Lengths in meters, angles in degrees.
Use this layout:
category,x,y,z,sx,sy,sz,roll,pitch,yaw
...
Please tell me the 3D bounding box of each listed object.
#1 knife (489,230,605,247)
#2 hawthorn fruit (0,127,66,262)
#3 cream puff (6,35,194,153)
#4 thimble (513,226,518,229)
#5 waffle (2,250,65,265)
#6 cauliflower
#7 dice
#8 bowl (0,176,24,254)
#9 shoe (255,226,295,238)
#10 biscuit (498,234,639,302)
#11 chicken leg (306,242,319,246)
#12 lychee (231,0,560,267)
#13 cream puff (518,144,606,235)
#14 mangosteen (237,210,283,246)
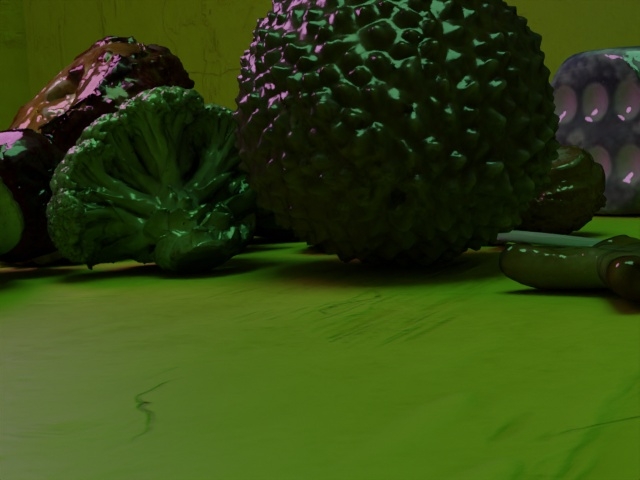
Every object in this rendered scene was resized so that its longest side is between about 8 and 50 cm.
category,x,y,z,sx,sy,sz,roll,pitch,yaw
knife,0.246,-0.011,1.599,0.081,0.043,0.336,-9,9,-36
hawthorn fruit,-0.413,-0.043,1.647,0.181,0.181,0.235,-8,-14,-43
cream puff,-0.332,-0.163,1.949,0.350,0.228,0.350,-33,28,20
thimble,0.290,-0.087,1.866,0.098,0.150,0.150,-8,6,-23
waffle,-0.359,-0.001,1.829,0.250,0.056,0.261,-6,7,-29
cauliflower,-0.177,-0.044,1.554,0.272,0.275,0.250,35,12,-49
dice,0.549,-0.184,2.061,0.271,0.270,0.270,-7,6,-31
bowl,-0.520,-0.024,1.453,0.313,0.146,0.313,16,-33,10
shoe,0.008,-0.125,1.944,0.384,0.237,0.171,-3,5,-2
biscuit,0.275,0.023,1.110,0.164,0.047,0.208,-6,5,-22
chicken leg,0.001,0.000,1.754,0.036,0.021,0.083,5,4,-16
lychee,0.087,-0.145,1.433,0.380,0.380,0.432,-3,21,2
cream puff,0.317,-0.064,1.714,0.150,0.115,0.165,-8,20,21
mangosteen,-0.145,-0.067,1.792,0.230,0.194,0.194,28,-2,-12
